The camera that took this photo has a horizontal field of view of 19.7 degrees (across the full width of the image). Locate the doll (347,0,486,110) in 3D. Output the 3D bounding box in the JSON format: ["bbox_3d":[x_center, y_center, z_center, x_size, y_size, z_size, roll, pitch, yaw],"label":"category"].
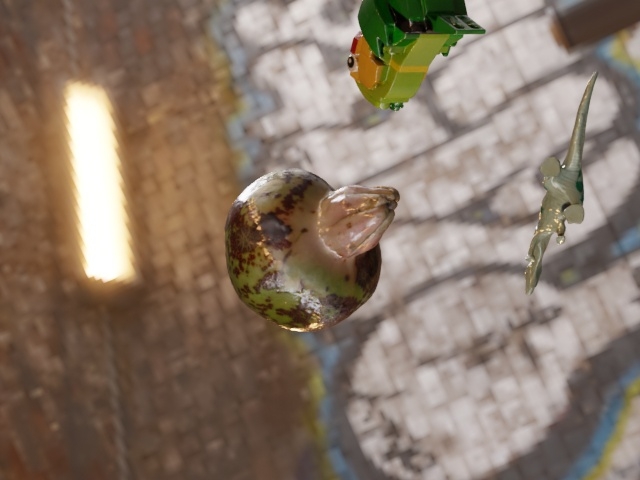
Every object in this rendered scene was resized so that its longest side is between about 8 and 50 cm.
[{"bbox_3d":[0.094,-0.220,1.966,0.106,0.186,0.134,-6,-118,-33],"label":"doll"}]

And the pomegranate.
[{"bbox_3d":[-0.001,-0.004,1.506,0.138,0.163,0.125,46,-162,-16],"label":"pomegranate"}]

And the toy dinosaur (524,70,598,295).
[{"bbox_3d":[0.215,-0.046,1.631,0.106,0.044,0.187,74,-152,-73],"label":"toy dinosaur"}]
